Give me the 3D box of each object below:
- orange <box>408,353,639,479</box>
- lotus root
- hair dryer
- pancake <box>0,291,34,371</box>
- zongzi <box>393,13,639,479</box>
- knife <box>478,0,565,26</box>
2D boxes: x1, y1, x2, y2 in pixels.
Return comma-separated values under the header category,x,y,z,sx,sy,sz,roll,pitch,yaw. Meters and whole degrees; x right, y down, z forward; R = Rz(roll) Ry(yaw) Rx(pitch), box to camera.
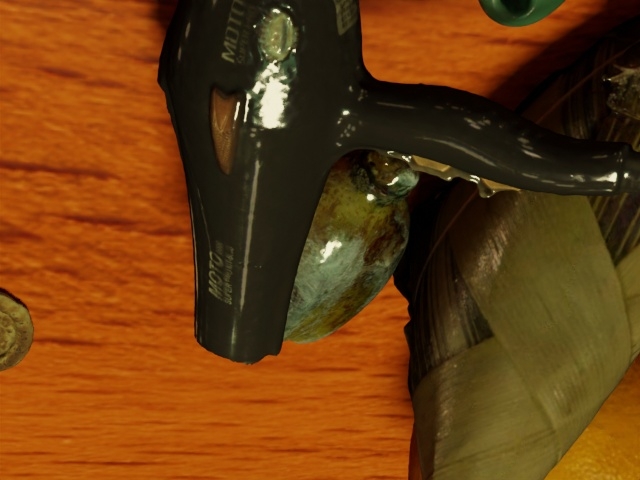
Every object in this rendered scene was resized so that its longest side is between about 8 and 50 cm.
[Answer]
category,x,y,z,sx,sy,sz,roll,pitch,yaw
orange,0.190,0.174,1.286,0.261,0.261,0.261,-7,141,-6
lotus root,0.000,0.000,1.156,0.113,0.088,0.192,2,141,-39
hair dryer,0.073,-0.023,0.995,0.359,0.120,0.303,15,123,16
pancake,-0.255,0.065,1.233,0.115,0.011,0.115,-5,141,-4
zongzi,0.164,0.030,1.055,0.154,0.317,0.289,27,130,-16
knife,0.187,-0.214,0.989,0.260,0.034,0.063,-40,125,22
